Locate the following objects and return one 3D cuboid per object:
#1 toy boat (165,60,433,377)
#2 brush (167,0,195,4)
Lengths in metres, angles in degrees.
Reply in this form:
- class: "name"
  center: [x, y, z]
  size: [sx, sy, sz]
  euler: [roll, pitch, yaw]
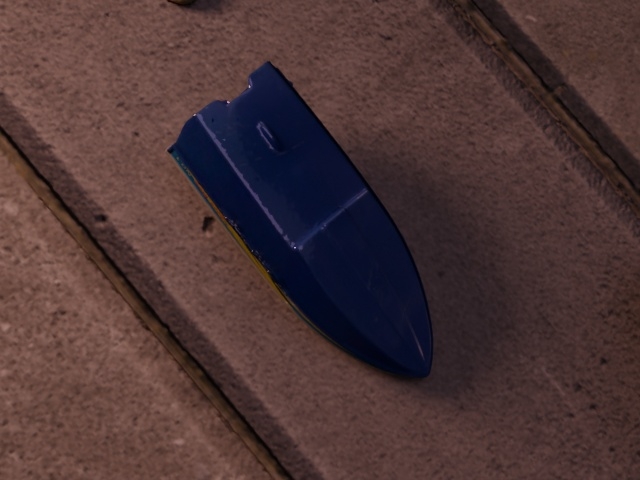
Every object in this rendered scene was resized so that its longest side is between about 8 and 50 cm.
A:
- class: "toy boat"
  center: [0.000, 0.000, 1.517]
  size: [0.129, 0.088, 0.295]
  euler: [-40, 94, -26]
- class: "brush"
  center: [-0.209, -0.349, 1.625]
  size: [0.085, 0.020, 0.336]
  euler: [-33, 81, -25]
